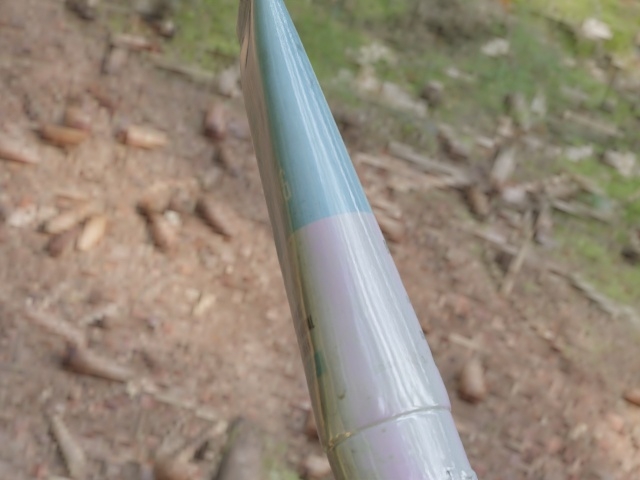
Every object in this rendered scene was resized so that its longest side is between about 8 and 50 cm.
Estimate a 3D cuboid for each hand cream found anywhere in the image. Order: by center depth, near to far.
[{"bbox_3d":[0.000,0.000,0.916,0.070,0.111,0.312,-17,72,-11],"label":"hand cream"}]
